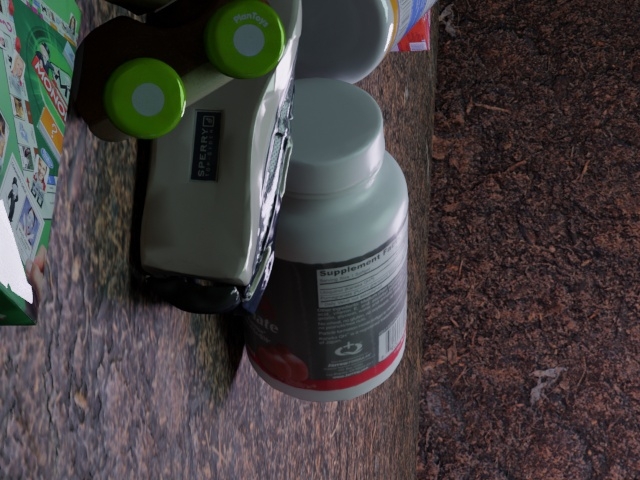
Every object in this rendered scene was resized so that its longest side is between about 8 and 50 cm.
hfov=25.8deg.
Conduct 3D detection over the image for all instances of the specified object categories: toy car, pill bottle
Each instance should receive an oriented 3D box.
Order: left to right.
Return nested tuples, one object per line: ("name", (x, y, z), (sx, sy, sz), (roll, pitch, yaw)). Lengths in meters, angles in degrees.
("toy car", (-0.128, -0.175, 0.931), (0.188, 0.149, 0.155), (60, -9, -13))
("pill bottle", (0.000, 0.000, 1.407), (0.176, 0.176, 0.318), (-81, 171, -46))
("pill bottle", (0.045, -0.275, 1.431), (0.272, 0.152, 0.152), (-53, 143, -52))

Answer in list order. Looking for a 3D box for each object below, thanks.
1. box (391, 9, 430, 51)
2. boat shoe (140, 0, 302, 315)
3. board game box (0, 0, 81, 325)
("box", (0.106, -0.410, 2.261), (0.257, 0.128, 0.122), (59, 32, -71))
("boat shoe", (-0.084, -0.094, 1.211), (0.158, 0.127, 0.340), (78, 22, -75))
("board game box", (-0.200, -0.110, 0.696), (0.317, 0.046, 0.213), (69, 22, -64))
